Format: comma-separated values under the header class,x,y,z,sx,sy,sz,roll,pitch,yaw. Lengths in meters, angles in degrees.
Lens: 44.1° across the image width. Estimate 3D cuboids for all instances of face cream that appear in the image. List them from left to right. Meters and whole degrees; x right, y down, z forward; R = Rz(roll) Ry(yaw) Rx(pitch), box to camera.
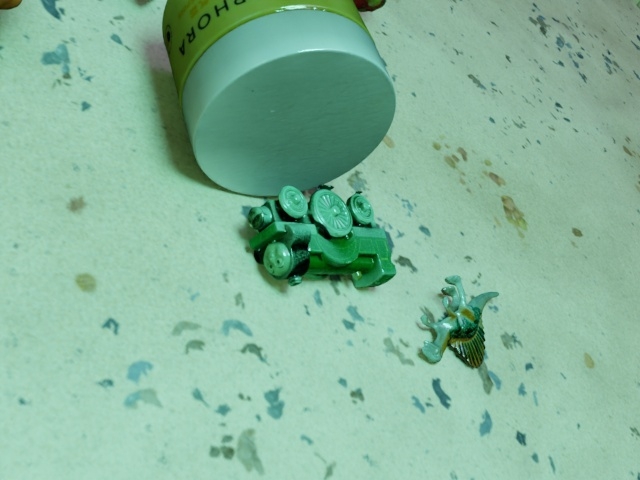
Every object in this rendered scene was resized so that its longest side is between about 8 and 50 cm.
class,x,y,z,sx,sy,sz,roll,pitch,yaw
face cream,-0.049,-0.184,0.856,0.218,0.218,0.179,9,48,-39

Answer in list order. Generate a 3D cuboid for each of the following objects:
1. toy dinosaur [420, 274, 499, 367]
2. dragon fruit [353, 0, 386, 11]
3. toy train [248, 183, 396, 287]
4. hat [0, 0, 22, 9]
class,x,y,z,sx,sy,sz,roll,pitch,yaw
toy dinosaur,0.177,0.103,0.958,0.187,0.044,0.106,17,57,-50
dragon fruit,0.007,-0.452,1.157,0.302,0.237,0.231,42,42,-37
toy train,0.000,0.000,0.858,0.178,0.071,0.104,2,65,-44
hat,-0.422,-0.359,0.711,0.400,0.285,0.285,35,28,34
